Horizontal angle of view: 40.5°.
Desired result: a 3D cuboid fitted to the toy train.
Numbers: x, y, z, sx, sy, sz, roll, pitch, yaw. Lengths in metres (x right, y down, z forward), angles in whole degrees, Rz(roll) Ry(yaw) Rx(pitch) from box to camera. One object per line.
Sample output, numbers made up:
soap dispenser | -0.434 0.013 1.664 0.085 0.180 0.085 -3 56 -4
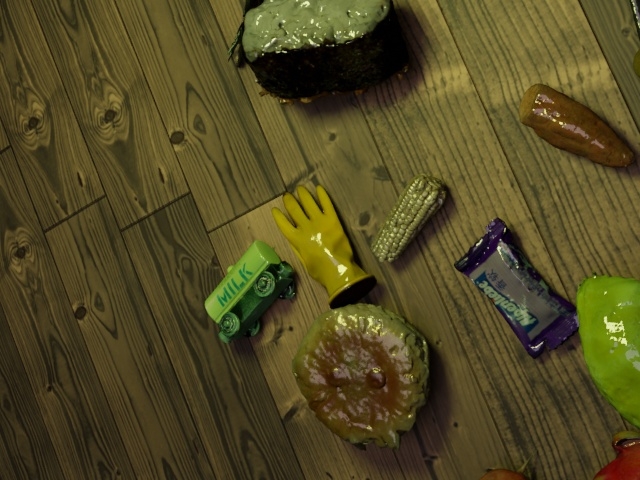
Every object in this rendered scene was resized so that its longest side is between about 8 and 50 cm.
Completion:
toy train | -0.173 0.118 2.025 0.253 0.105 0.157 -50 59 21

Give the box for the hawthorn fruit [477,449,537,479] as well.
hawthorn fruit | 0.369 0.521 1.749 0.149 0.149 0.189 13 102 26

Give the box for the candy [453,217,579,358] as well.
candy | 0.394 0.098 1.734 0.275 0.070 0.145 50 121 10

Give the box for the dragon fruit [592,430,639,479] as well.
dragon fruit | 0.605 0.477 1.573 0.243 0.227 0.307 35 113 25

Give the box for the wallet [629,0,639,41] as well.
wallet | 0.646 -0.306 1.530 0.170 0.044 0.321 -14 88 -14

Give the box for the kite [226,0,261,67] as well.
kite | -0.154 -0.498 1.905 0.013 0.323 0.267 21 62 0

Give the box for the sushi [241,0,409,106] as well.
sushi | 0.010 -0.420 1.810 0.348 0.207 0.234 0 56 24

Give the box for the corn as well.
corn | 0.185 -0.048 1.828 0.087 0.087 0.211 43 119 18

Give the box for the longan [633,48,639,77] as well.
longan | 0.613 -0.326 1.580 0.083 0.075 0.075 -18 85 -13

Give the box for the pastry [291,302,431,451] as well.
pastry | 0.101 0.282 1.865 0.330 0.136 0.329 3 98 22

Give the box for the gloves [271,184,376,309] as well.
gloves | 0.001 -0.001 1.929 0.133 0.116 0.294 -32 69 -1

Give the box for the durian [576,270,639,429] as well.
durian | 0.591 0.198 1.534 0.256 0.204 0.339 -3 57 15

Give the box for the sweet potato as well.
sweet potato | 0.480 -0.210 1.643 0.252 0.097 0.097 39 111 21
